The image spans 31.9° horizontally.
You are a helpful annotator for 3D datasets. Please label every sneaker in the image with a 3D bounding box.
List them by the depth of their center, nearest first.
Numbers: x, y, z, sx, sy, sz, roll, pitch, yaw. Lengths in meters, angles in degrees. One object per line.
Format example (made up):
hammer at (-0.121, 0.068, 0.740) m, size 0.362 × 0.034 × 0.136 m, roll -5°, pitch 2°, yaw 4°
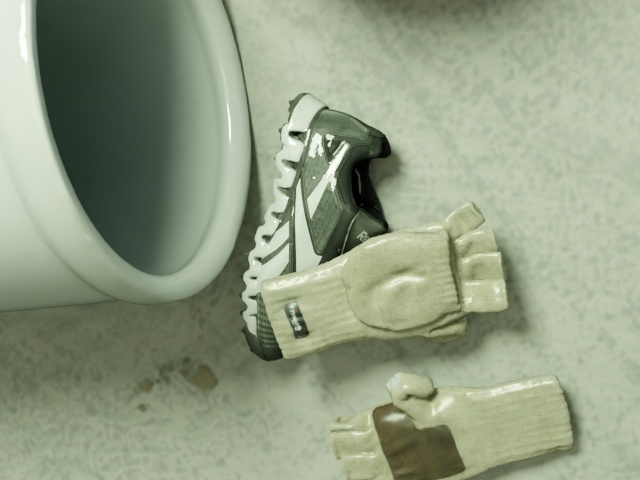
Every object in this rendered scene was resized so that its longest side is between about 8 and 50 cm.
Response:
sneaker at (0.000, 0.000, 0.949) m, size 0.106 × 0.078 × 0.234 m, roll 17°, pitch 100°, yaw 18°

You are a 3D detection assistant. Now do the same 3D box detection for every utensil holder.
utensil holder at (-0.297, -0.091, 0.911) m, size 0.385 × 0.327 × 0.328 m, roll -8°, pitch 94°, yaw 21°

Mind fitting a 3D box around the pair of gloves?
pair of gloves at (0.083, 0.102, 0.934) m, size 0.204 × 0.042 × 0.240 m, roll -22°, pitch 106°, yaw 14°
